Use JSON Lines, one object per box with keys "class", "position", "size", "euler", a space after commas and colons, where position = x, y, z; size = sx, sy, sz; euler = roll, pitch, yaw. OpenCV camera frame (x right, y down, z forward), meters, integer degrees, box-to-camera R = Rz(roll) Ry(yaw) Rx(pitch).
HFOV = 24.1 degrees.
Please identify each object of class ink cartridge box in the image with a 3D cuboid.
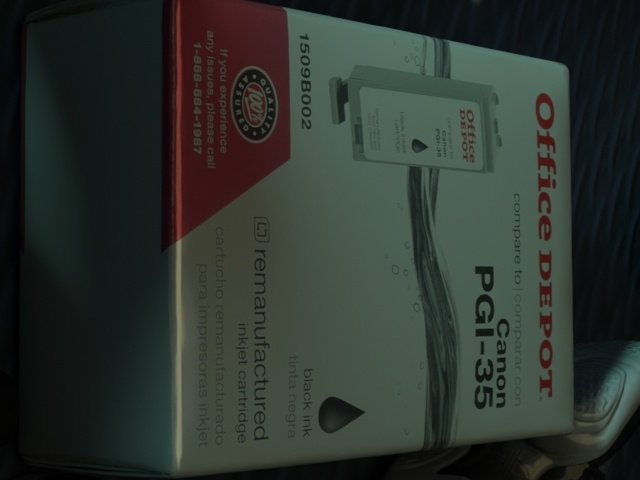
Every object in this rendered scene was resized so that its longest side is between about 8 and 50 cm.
{"class": "ink cartridge box", "position": [0.000, 0.000, 0.735], "size": [0.283, 0.117, 0.207], "euler": [2, 87, -45]}

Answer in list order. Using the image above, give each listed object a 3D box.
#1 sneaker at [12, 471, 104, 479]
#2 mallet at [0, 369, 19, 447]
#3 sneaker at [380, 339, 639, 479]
{"class": "sneaker", "position": [-0.098, 0.212, 0.625], "size": [0.083, 0.118, 0.222], "euler": [7, 83, -45]}
{"class": "mallet", "position": [-0.129, 0.133, 0.602], "size": [0.062, 0.039, 0.190], "euler": [-1, 60, -52]}
{"class": "sneaker", "position": [0.118, 0.172, 0.866], "size": [0.268, 0.101, 0.153], "euler": [-33, 112, -35]}
